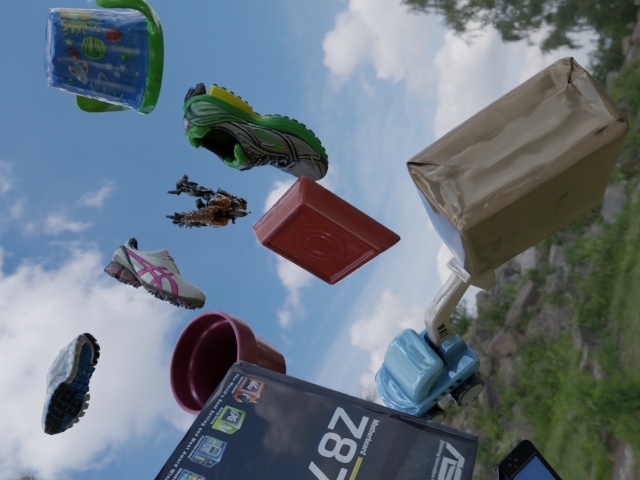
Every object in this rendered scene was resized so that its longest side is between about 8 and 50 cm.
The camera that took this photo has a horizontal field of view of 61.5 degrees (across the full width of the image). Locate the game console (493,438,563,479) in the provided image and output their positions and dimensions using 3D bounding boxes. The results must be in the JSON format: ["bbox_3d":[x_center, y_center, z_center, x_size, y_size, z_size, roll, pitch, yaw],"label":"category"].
[{"bbox_3d":[0.302,0.349,0.734,0.107,0.122,0.071,-32,-15,-22],"label":"game console"}]

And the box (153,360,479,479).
[{"bbox_3d":[-0.041,0.328,0.532,0.395,0.319,0.097,-54,-29,-47],"label":"box"}]

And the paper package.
[{"bbox_3d":[0.342,-0.104,0.963,0.168,0.310,0.325,61,-171,24],"label":"paper package"}]

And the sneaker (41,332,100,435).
[{"bbox_3d":[-0.452,0.257,0.948,0.071,0.083,0.190,53,-157,-35],"label":"sneaker"}]

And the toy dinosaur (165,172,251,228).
[{"bbox_3d":[-0.328,-0.103,1.600,0.322,0.219,0.164,47,-123,-77],"label":"toy dinosaur"}]

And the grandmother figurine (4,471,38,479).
[{"bbox_3d":[-0.683,0.608,1.172,0.342,0.104,0.207,-55,2,34],"label":"grandmother figurine"}]

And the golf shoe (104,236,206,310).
[{"bbox_3d":[-0.271,0.055,0.915,0.067,0.186,0.085,87,-152,-71],"label":"golf shoe"}]

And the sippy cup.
[{"bbox_3d":[-0.492,-0.414,1.208,0.224,0.240,0.305,-1,-62,-32],"label":"sippy cup"}]

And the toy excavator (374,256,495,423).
[{"bbox_3d":[0.319,0.285,1.483,0.433,0.222,0.445,-38,-40,-3],"label":"toy excavator"}]

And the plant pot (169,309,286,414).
[{"bbox_3d":[-0.174,0.260,1.102,0.180,0.201,0.201,29,-107,-47],"label":"plant pot"}]

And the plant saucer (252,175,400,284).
[{"bbox_3d":[0.000,0.000,1.196,0.259,0.259,0.047,-39,25,50],"label":"plant saucer"}]

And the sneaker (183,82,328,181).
[{"bbox_3d":[-0.138,-0.195,1.160,0.344,0.134,0.146,18,-125,-25],"label":"sneaker"}]
